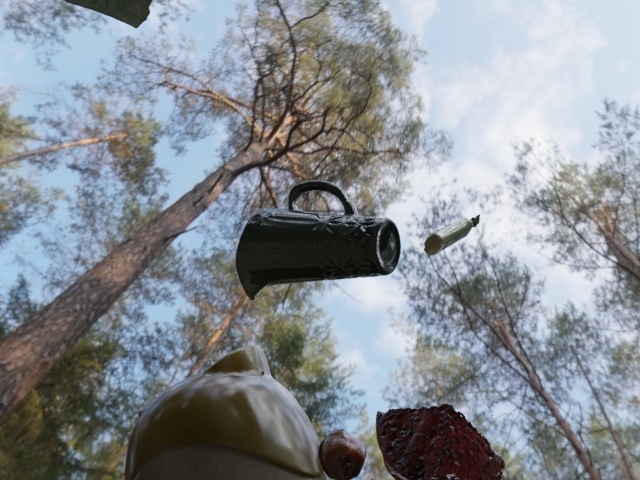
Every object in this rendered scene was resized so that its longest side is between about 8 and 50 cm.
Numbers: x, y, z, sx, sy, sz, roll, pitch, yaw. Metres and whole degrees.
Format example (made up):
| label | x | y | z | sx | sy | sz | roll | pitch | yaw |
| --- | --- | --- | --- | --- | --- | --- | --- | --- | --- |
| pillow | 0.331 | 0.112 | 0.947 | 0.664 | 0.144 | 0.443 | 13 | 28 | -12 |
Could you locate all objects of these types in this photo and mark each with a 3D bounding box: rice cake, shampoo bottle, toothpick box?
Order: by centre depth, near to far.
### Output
| label | x | y | z | sx | sy | sz | roll | pitch | yaw |
| --- | --- | --- | --- | --- | --- | --- | --- | --- | --- |
| rice cake | -0.306 | -0.329 | 0.744 | 0.206 | 0.069 | 0.063 | 12 | -48 | -39 |
| shampoo bottle | 0.246 | -0.015 | 1.086 | 0.034 | 0.141 | 0.049 | 45 | -42 | 25 |
| toothpick box | -0.192 | 0.479 | 1.235 | 0.409 | 0.409 | 0.425 | -35 | -120 | 20 |

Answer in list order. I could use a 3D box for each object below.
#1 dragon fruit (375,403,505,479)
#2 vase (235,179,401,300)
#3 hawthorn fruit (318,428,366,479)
| label | x | y | z | sx | sy | sz | roll | pitch | yaw |
| --- | --- | --- | --- | --- | --- | --- | --- | --- | --- |
| dragon fruit | 0.338 | 0.532 | 1.477 | 0.330 | 0.302 | 0.240 | 21 | -63 | -20 |
| vase | 0.000 | 0.000 | 1.129 | 0.301 | 0.156 | 0.251 | 0 | -109 | 36 |
| hawthorn fruit | 0.032 | 0.315 | 0.864 | 0.077 | 0.077 | 0.077 | 3 | -68 | 8 |
